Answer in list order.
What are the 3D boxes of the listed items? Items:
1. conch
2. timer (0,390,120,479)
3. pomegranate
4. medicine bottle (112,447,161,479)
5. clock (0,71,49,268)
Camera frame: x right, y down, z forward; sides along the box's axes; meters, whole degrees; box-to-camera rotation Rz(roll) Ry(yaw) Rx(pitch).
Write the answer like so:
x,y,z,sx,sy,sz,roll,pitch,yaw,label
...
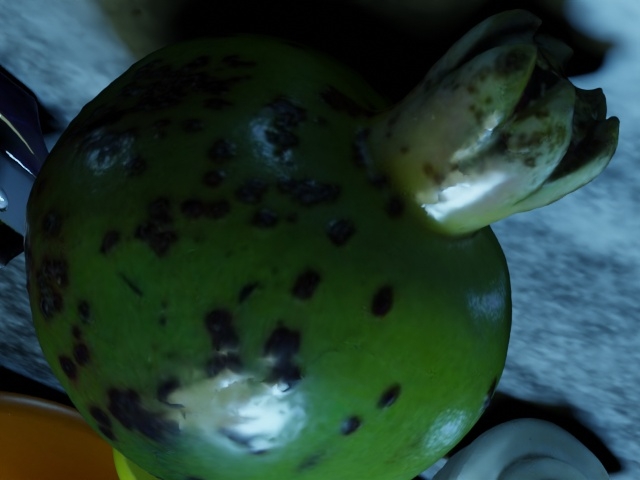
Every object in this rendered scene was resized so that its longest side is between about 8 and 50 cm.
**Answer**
x,y,z,sx,sy,sz,roll,pitch,yaw,label
0.115,0.161,0.835,0.094,0.104,0.176,61,162,13,conch
-0.238,0.233,1.181,0.250,0.161,0.257,32,154,-1,timer
0.000,0.000,0.551,0.202,0.202,0.248,37,120,-26,pomegranate
-0.059,0.167,0.949,0.121,0.122,0.212,15,153,16,medicine bottle
-0.264,-0.069,0.716,0.186,0.083,0.253,-9,139,48,clock
